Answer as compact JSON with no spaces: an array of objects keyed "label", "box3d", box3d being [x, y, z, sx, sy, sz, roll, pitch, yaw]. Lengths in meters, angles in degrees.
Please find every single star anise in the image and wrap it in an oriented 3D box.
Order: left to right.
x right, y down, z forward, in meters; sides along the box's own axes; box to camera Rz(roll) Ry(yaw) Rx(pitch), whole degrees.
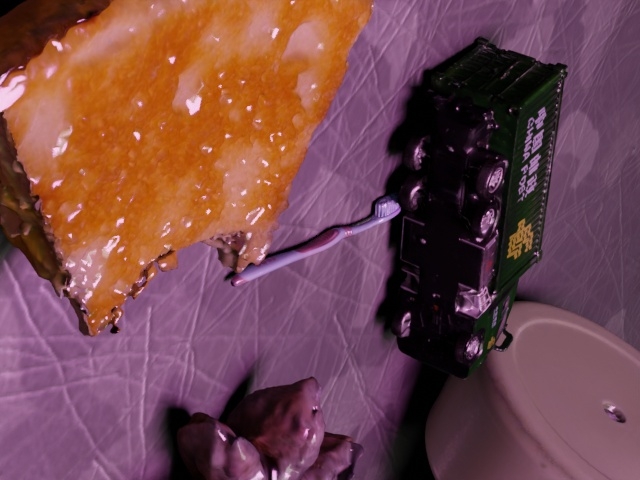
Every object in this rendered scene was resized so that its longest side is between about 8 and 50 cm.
[{"label":"star anise","box3d":[-0.060,0.209,1.093,0.236,0.093,0.229,-59,149,-6]}]

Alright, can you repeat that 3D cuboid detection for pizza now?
[{"label":"pizza","box3d":[-0.092,-0.069,0.822,0.323,0.089,0.223,-25,137,-48]}]

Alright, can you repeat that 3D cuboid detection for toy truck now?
[{"label":"toy truck","box3d":[0.122,-0.018,1.173,0.121,0.088,0.259,-40,144,-42]}]

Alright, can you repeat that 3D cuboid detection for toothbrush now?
[{"label":"toothbrush","box3d":[0.000,0.000,1.085,0.193,0.013,0.019,-26,129,-44]}]

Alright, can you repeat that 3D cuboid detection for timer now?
[{"label":"timer","box3d":[0.184,0.262,1.373,0.291,0.291,0.315,-7,141,-53]}]
